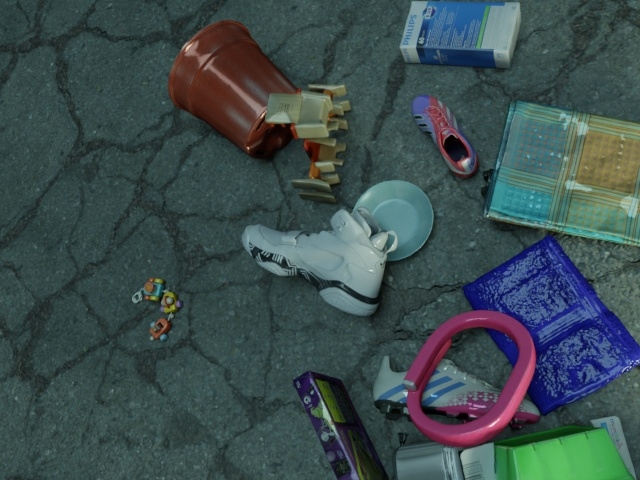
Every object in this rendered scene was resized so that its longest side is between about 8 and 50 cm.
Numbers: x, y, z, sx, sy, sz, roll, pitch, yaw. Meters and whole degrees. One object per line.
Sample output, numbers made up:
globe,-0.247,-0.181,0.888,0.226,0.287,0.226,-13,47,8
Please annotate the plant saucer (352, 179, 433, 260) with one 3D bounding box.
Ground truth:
plant saucer,0.167,-0.042,1.442,0.195,0.037,0.195,-6,71,19

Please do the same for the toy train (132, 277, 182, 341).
toy train,-0.427,0.171,1.602,0.125,0.046,0.166,-44,64,4

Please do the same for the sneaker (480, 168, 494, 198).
sneaker,0.404,-0.154,1.372,0.085,0.058,0.152,22,89,17

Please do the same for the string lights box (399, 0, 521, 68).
string lights box,0.334,-0.495,1.495,0.260,0.077,0.133,11,78,24

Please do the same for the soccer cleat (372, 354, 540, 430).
soccer cleat,0.267,0.295,1.257,0.331,0.116,0.143,1,64,18

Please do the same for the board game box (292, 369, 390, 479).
board game box,0.068,0.430,1.240,0.056,0.208,0.347,-34,64,12

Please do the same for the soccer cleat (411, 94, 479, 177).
soccer cleat,0.282,-0.251,1.429,0.083,0.095,0.248,-31,66,10

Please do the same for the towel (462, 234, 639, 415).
towel,0.455,0.162,1.245,0.228,0.076,0.308,-33,65,8

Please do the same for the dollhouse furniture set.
dollhouse furniture set,-0.026,-0.250,1.460,0.135,0.259,0.262,5,74,13

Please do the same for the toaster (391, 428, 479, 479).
toaster,0.234,0.465,1.189,0.146,0.129,0.227,-28,60,38

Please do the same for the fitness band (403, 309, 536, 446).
fitness band,0.281,0.250,1.175,0.209,0.054,0.291,11,49,39

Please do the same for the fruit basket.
fruit basket,0.419,0.510,1.084,0.327,0.165,0.353,-8,85,-13

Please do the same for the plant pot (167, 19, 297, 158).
plant pot,-0.193,-0.361,1.570,0.272,0.272,0.265,-47,71,2

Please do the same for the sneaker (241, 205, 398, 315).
sneaker,0.000,0.000,1.410,0.366,0.137,0.210,29,107,21

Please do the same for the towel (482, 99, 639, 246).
towel,0.547,-0.139,1.287,0.370,0.040,0.271,13,80,13
